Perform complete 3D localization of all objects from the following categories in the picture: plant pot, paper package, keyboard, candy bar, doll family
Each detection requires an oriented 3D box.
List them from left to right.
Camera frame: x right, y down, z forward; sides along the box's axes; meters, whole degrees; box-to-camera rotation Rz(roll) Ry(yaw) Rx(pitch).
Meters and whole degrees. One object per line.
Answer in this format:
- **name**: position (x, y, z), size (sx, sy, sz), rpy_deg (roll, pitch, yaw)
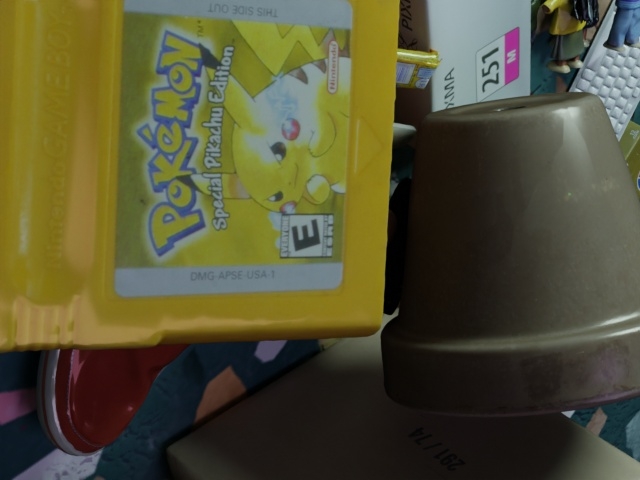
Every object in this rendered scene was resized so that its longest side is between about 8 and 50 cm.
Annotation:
- **candy bar**: position (0.024, -0.143, 1.258), size (0.161, 0.018, 0.040), rpy_deg (5, 126, -27)
- **paper package**: position (0.077, 0.250, 1.396), size (0.309, 0.325, 0.168), rpy_deg (-28, 135, -33)
- **plant pot**: position (0.166, 0.002, 1.296), size (0.263, 0.263, 0.229), rpy_deg (-16, 102, -41)
- **doll family**: position (0.242, -0.220, 1.452), size (0.193, 0.076, 0.111), rpy_deg (-25, 129, -42)
- **keyboard**: position (0.280, -0.145, 1.566), size (0.072, 0.014, 0.256), rpy_deg (21, 101, -21)

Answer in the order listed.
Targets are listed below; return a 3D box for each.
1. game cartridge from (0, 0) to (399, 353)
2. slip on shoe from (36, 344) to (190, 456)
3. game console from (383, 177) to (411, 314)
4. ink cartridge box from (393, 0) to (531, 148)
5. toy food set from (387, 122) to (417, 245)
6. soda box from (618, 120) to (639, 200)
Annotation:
- **game cartridge**: position (-0.088, -0.069, 1.087), size (0.323, 0.052, 0.285), rpy_deg (-1, 96, -37)
- **slip on shoe**: position (-0.106, 0.026, 1.213), size (0.331, 0.101, 0.123), rpy_deg (-56, 145, 1)
- **game console**: position (0.056, -0.004, 1.401), size (0.071, 0.107, 0.122), rpy_deg (24, 100, -23)
- **ink cartridge box**: position (0.072, -0.184, 1.295), size (0.239, 0.060, 0.275), rpy_deg (-34, 138, -29)
- **toy food set**: position (0.000, 0.000, 1.299), size (0.218, 0.071, 0.128), rpy_deg (-52, 147, 17)
- **soda box**: position (0.338, -0.075, 1.672), size (0.181, 0.058, 0.061), rpy_deg (26, 96, -54)
